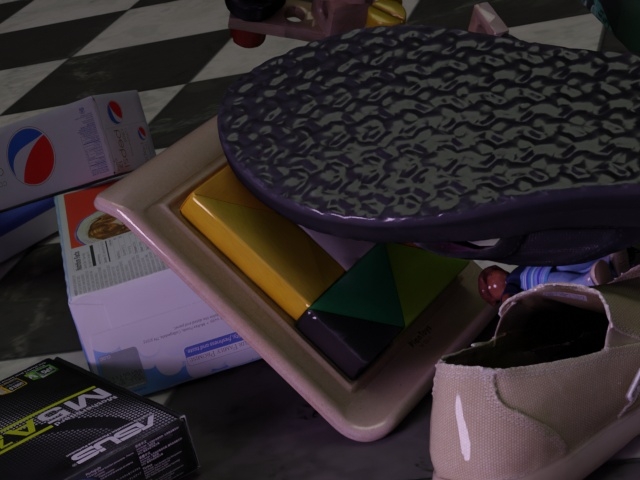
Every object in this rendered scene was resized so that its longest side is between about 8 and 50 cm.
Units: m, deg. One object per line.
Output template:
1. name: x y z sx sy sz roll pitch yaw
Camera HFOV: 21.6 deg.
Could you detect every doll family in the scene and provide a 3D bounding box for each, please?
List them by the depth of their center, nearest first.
1. doll family: 0.181 -0.006 1.132 0.111 0.076 0.193 -3 12 46

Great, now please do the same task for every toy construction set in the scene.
1. toy construction set: 0.050 -0.211 1.510 0.237 0.309 0.257 -14 27 -14

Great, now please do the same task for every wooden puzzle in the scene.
1. wooden puzzle: 0.000 0.000 1.109 0.221 0.238 0.044 -41 -12 -51

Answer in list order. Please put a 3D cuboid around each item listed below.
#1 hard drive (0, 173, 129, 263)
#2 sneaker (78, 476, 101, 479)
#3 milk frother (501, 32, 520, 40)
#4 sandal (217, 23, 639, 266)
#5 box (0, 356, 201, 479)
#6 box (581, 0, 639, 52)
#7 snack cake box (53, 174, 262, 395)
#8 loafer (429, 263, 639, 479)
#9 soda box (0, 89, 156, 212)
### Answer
1. hard drive: -0.358 -0.005 1.573 0.210 0.040 0.318 3 26 40
2. sneaker: -0.150 0.174 0.919 0.059 0.053 0.144 -4 20 7
3. milk frother: 0.159 -0.060 1.304 0.135 0.129 0.143 -50 56 1
4. sandal: 0.148 -0.041 1.042 0.445 0.107 0.168 4 49 17
5. box: -0.202 0.145 1.053 0.190 0.045 0.184 -26 20 -28
6. box: 0.361 -0.133 1.213 0.232 0.058 0.322 -6 32 -16
7. snack cake box: -0.114 0.019 1.272 0.152 0.089 0.264 -18 20 -5
8. loafer: 0.159 0.061 0.962 0.102 0.092 0.268 5 27 42
9. soda box: -0.250 -0.066 1.430 0.216 0.069 0.074 -15 3 28
